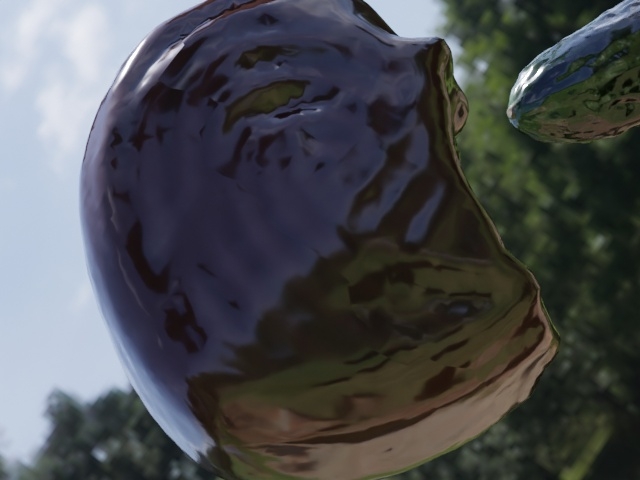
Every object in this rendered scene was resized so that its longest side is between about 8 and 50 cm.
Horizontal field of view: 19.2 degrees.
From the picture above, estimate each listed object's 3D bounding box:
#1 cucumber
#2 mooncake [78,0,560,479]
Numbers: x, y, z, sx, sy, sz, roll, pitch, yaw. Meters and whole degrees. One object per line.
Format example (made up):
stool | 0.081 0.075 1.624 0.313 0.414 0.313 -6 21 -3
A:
cucumber | 0.157 -0.089 0.754 0.214 0.052 0.058 -27 13 -30
mooncake | 0.000 0.000 1.224 0.174 0.333 0.326 86 -157 -62
